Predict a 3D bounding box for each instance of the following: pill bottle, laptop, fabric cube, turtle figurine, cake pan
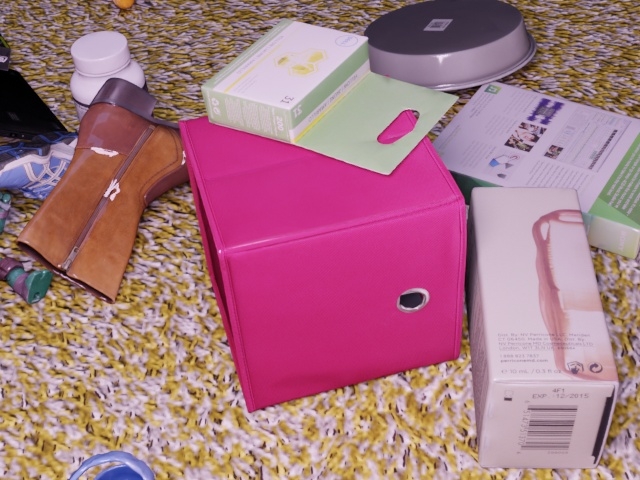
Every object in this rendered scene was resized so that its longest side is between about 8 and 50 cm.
[{"bbox_3d":[-0.302,-0.200,1.444,0.108,0.193,0.108,-3,42,2],"label":"pill bottle"},{"bbox_3d":[-0.633,-0.132,1.477,0.408,0.236,0.382,6,21,-32],"label":"laptop"},{"bbox_3d":[0.000,0.000,1.144,0.258,0.254,0.259,-13,42,-10],"label":"fabric cube"},{"bbox_3d":[-0.466,0.008,1.291,0.234,0.118,0.175,39,64,23],"label":"turtle figurine"},{"bbox_3d":[0.196,-0.321,1.588,0.293,0.054,0.293,-8,31,5],"label":"cake pan"}]

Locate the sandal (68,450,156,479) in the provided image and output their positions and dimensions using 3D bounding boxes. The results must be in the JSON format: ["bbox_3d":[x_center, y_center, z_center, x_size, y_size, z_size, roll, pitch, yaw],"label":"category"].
[{"bbox_3d":[-0.188,0.319,0.900,0.126,0.138,0.317,-11,44,-9],"label":"sandal"}]

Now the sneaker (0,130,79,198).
[{"bbox_3d":[-0.375,-0.089,1.302,0.080,0.081,0.211,8,18,27],"label":"sneaker"}]

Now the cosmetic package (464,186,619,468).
[{"bbox_3d":[0.233,0.089,1.099,0.129,0.153,0.296,0,44,4],"label":"cosmetic package"}]

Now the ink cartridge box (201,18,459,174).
[{"bbox_3d":[0.012,-0.166,1.102,0.235,0.056,0.171,18,46,28],"label":"ink cartridge box"}]

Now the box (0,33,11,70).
[{"bbox_3d":[-0.620,-0.333,1.650,0.184,0.045,0.191,8,16,-28],"label":"box"}]

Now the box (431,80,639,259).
[{"bbox_3d":[0.326,-0.109,1.380,0.322,0.058,0.232,20,48,27],"label":"box"}]

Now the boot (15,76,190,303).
[{"bbox_3d":[-0.227,-0.046,1.317,0.096,0.264,0.280,-23,42,50],"label":"boot"}]

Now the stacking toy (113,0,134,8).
[{"bbox_3d":[-0.396,-0.550,1.899,0.166,0.175,0.302,-24,58,13],"label":"stacking toy"}]
